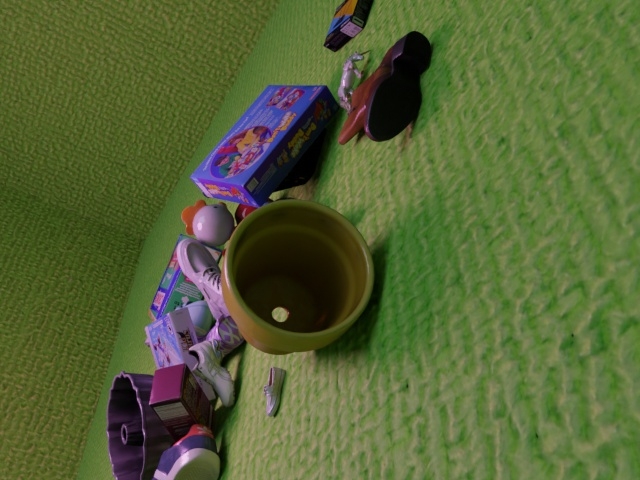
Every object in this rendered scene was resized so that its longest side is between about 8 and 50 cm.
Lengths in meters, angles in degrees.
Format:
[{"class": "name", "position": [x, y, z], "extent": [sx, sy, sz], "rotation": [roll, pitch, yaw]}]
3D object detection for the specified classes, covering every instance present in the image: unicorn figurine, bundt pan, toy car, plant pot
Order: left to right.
[{"class": "bundt pan", "position": [-0.468, 0.512, 1.826], "extent": [0.331, 0.124, 0.331], "rotation": [-1, 89, 57]}, {"class": "toy car", "position": [-0.251, -0.051, 1.830], "extent": [0.210, 0.238, 0.219], "rotation": [-69, 20, -6]}, {"class": "plant pot", "position": [-0.056, 0.093, 1.211], "extent": [0.239, 0.254, 0.254], "rotation": [115, 168, -60]}, {"class": "unicorn figurine", "position": [0.075, -0.397, 1.644], "extent": [0.162, 0.060, 0.111], "rotation": [-62, 21, 11]}]

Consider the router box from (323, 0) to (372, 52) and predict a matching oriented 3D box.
[{"class": "router box", "position": [0.080, -0.622, 1.901], "extent": [0.179, 0.046, 0.133], "rotation": [-16, 53, 65]}]

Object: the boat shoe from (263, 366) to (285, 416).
[{"class": "boat shoe", "position": [-0.098, 0.299, 1.353], "extent": [0.035, 0.035, 0.100], "rotation": [-35, 36, 55]}]

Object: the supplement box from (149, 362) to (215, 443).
[{"class": "supplement box", "position": [-0.321, 0.392, 1.596], "extent": [0.080, 0.188, 0.104], "rotation": [-14, 38, 8]}]

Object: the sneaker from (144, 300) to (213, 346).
[{"class": "sneaker", "position": [-0.420, 0.269, 2.096], "extent": [0.366, 0.135, 0.150], "rotation": [-21, 40, 51]}]

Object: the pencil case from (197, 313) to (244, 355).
[{"class": "pencil case", "position": [-0.261, 0.255, 1.737], "extent": [0.206, 0.088, 0.086], "rotation": [-43, 11, 50]}]

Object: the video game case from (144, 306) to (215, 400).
[{"class": "video game case", "position": [-0.381, 0.322, 1.816], "extent": [0.269, 0.061, 0.244], "rotation": [-30, 78, 60]}]

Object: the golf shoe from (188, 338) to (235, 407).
[{"class": "golf shoe", "position": [-0.259, 0.319, 1.605], "extent": [0.176, 0.086, 0.069], "rotation": [62, 143, 31]}]

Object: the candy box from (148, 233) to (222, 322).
[{"class": "candy box", "position": [-0.475, 0.149, 2.350], "extent": [0.317, 0.122, 0.268], "rotation": [-69, 20, -4]}]

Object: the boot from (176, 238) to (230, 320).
[{"class": "boot", "position": [-0.267, 0.099, 1.754], "extent": [0.095, 0.258, 0.123], "rotation": [-37, 9, -35]}]

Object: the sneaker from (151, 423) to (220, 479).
[{"class": "sneaker", "position": [-0.342, 0.564, 1.559], "extent": [0.350, 0.131, 0.148], "rotation": [-49, 26, 17]}]

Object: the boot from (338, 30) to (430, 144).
[{"class": "boot", "position": [0.095, -0.269, 1.403], "extent": [0.280, 0.096, 0.264], "rotation": [-31, 40, 59]}]

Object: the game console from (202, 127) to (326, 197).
[{"class": "game console", "position": [-0.158, -0.199, 1.783], "extent": [0.361, 0.044, 0.213], "rotation": [-11, 45, 30]}]

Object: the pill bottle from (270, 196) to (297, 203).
[{"class": "pill bottle", "position": [-0.110, -0.023, 1.613], "extent": [0.219, 0.123, 0.123], "rotation": [-18, 51, 64]}]

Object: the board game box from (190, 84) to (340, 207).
[{"class": "board game box", "position": [-0.141, -0.249, 1.720], "extent": [0.233, 0.078, 0.347], "rotation": [14, 60, 46]}]
